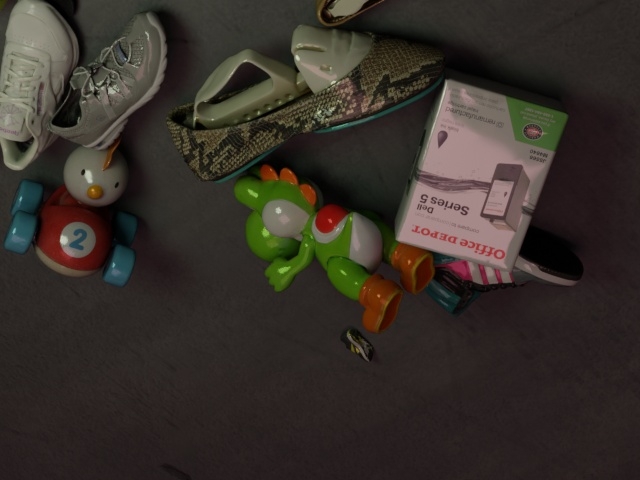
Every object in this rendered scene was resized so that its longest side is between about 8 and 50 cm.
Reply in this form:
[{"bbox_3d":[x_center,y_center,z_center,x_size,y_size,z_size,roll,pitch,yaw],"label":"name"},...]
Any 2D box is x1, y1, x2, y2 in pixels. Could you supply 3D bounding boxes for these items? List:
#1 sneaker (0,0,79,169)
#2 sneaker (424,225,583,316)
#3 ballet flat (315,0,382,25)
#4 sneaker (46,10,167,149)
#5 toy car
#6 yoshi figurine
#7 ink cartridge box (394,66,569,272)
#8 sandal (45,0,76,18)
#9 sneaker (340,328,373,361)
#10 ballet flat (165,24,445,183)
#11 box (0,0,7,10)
[{"bbox_3d":[-0.470,-0.248,1.950,0.114,0.152,0.305,15,130,4],"label":"sneaker"},{"bbox_3d":[0.288,0.061,2.064,0.295,0.124,0.178,20,127,4],"label":"sneaker"},{"bbox_3d":[0.091,-0.382,1.770,0.232,0.073,0.080,-27,118,29],"label":"ballet flat"},{"bbox_3d":[-0.341,-0.251,1.914,0.115,0.105,0.281,3,135,-44],"label":"sneaker"},{"bbox_3d":[-0.398,-0.078,2.059,0.219,0.210,0.238,20,119,-18],"label":"toy car"},{"bbox_3d":[0.004,0.011,2.032,0.362,0.203,0.203,35,104,21],"label":"yoshi figurine"},{"bbox_3d":[0.248,-0.109,1.881,0.198,0.115,0.273,16,109,-2],"label":"ink cartridge box"},{"bbox_3d":[-0.410,-0.425,1.868,0.067,0.040,0.179,17,145,4],"label":"sandal"},{"bbox_3d":[0.070,0.202,2.297,0.035,0.031,0.083,-15,122,40],"label":"sneaker"},{"bbox_3d":[-0.049,-0.234,1.867,0.482,0.164,0.182,-20,125,29],"label":"ballet flat"},{"bbox_3d":[-0.607,-0.374,1.917,0.232,0.087,0.058,-16,127,22],"label":"box"}]
